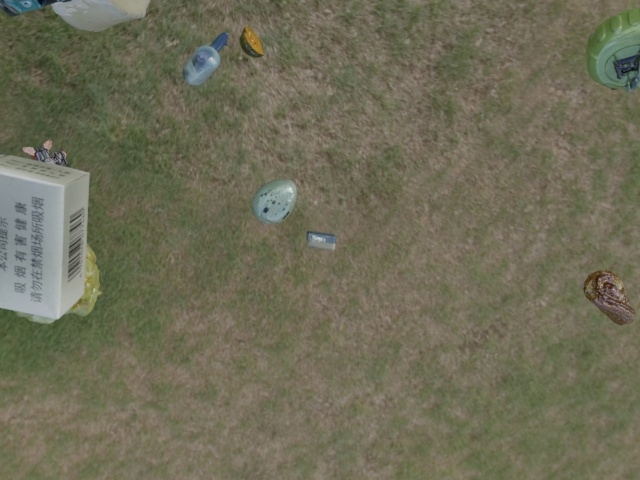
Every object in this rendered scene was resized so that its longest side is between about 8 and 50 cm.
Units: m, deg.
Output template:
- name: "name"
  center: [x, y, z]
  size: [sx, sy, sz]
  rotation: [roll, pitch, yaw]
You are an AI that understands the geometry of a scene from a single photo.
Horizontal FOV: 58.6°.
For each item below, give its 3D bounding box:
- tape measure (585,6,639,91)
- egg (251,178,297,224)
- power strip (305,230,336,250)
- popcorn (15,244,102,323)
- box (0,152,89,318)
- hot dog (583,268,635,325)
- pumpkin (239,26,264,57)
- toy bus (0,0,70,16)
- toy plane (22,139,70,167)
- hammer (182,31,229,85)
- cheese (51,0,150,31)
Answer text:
- name: "tape measure"
  center: [0.542, -0.326, 0.986]
  size: [0.154, 0.088, 0.177]
  rotation: [-3, 148, 29]
- name: "egg"
  center: [-0.142, -0.124, 1.777]
  size: [0.131, 0.131, 0.164]
  rotation: [32, 124, -22]
- name: "power strip"
  center: [0.000, 0.000, 1.132]
  size: [0.056, 0.123, 0.032]
  rotation: [7, 92, -2]
- name: "popcorn"
  center: [-0.528, 0.075, 1.128]
  size: [0.185, 0.167, 0.187]
  rotation: [-5, 157, -28]
- name: "box"
  center: [-0.402, -0.020, 0.645]
  size: [0.256, 0.069, 0.164]
  rotation: [11, 111, -1]
- name: "hot dog"
  center: [0.341, 0.067, 0.670]
  size: [0.035, 0.058, 0.083]
  rotation: [-31, 135, 32]
- name: "pumpkin"
  center: [-0.128, -0.356, 1.038]
  size: [0.028, 0.083, 0.050]
  rotation: [-35, 122, 26]
- name: "toy bus"
  center: [-0.486, -0.516, 0.950]
  size: [0.147, 0.256, 0.128]
  rotation: [-10, 157, 4]
- name: "toy plane"
  center: [-0.750, -0.184, 1.599]
  size: [0.061, 0.130, 0.189]
  rotation: [-21, 99, 46]
- name: "hammer"
  center: [-0.287, -0.494, 1.506]
  size: [0.069, 0.194, 0.116]
  rotation: [40, 140, -19]
- name: "cheese"
  center: [-0.553, -0.682, 1.354]
  size: [0.153, 0.292, 0.332]
  rotation: [-9, 100, 17]
